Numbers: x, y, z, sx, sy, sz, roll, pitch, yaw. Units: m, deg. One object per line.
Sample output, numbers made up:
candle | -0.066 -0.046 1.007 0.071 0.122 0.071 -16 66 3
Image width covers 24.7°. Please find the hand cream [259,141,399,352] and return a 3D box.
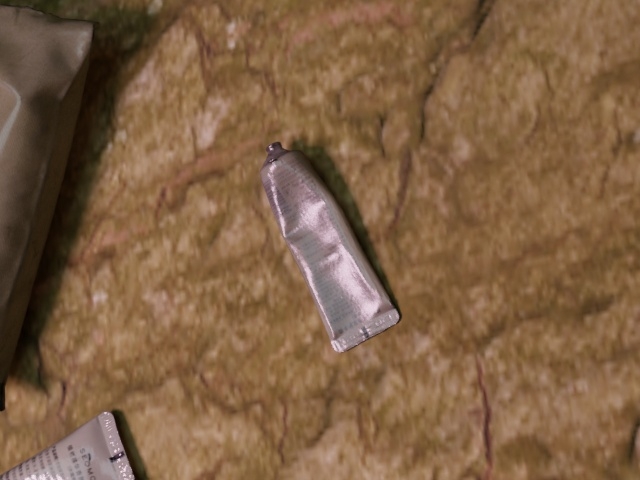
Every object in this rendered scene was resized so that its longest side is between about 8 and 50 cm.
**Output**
hand cream | 0.000 0.000 1.089 0.057 0.037 0.165 -30 79 16

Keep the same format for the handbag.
handbag | -0.320 -0.045 1.183 0.253 0.109 0.316 15 94 28

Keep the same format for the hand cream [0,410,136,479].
hand cream | -0.250 0.218 1.153 0.234 0.050 0.080 -27 72 12
